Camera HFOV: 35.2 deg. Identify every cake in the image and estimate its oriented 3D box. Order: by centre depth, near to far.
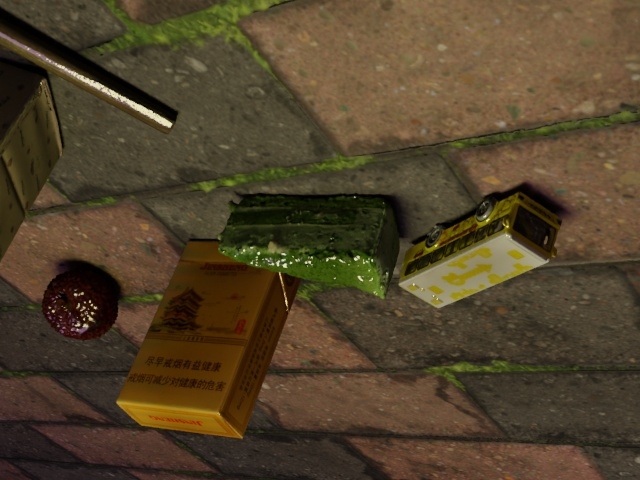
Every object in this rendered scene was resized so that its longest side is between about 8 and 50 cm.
[{"bbox_3d":[-0.012,0.006,1.299,0.235,0.100,0.099,2,145,27],"label":"cake"}]

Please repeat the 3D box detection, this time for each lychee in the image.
[{"bbox_3d":[-0.395,0.110,1.678,0.123,0.123,0.129,11,157,14],"label":"lychee"}]

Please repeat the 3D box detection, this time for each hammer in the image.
[{"bbox_3d":[-0.332,-0.225,1.182,0.365,0.043,0.111,28,148,-18],"label":"hammer"}]

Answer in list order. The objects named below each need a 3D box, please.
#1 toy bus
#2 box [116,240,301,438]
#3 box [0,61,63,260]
[{"bbox_3d":[0.185,0.012,1.222,0.081,0.074,0.226,32,148,-20],"label":"toy bus"},{"bbox_3d":[-0.148,0.129,1.405,0.174,0.274,0.076,1,144,28],"label":"box"},{"bbox_3d":[-0.515,-0.120,1.266,0.297,0.225,0.190,19,149,5],"label":"box"}]
